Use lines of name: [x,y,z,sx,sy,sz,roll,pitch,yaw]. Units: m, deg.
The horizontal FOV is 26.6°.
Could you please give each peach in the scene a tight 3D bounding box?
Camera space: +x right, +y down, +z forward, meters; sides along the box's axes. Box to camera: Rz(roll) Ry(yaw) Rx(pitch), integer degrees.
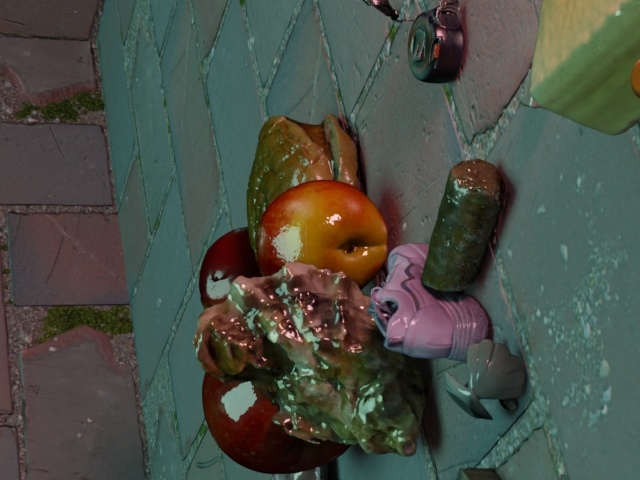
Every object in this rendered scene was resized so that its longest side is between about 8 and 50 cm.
peach: [0.000,0.000,2.026,0.192,0.190,0.190,20,110,50]
peach: [-0.127,0.063,2.424,0.197,0.197,0.197,180,90,-71]

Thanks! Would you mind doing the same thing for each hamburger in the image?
hamburger: [-0.038,-0.068,2.226,0.265,0.134,0.284,-116,30,-55]

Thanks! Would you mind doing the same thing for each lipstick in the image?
lipstick: [0.258,-0.205,1.553,0.025,0.025,0.107,-141,60,-65]

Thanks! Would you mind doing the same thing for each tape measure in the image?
tape measure: [0.106,-0.265,1.776,0.104,0.180,0.107,-6,83,54]

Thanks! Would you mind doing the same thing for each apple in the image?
apple: [-0.050,0.235,2.089,0.216,0.260,0.260,62,147,38]

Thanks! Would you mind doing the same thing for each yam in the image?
yam: [0.179,-0.014,1.700,0.078,0.078,0.179,-115,31,-50]

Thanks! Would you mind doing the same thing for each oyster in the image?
oyster: [0.006,0.173,1.887,0.238,0.351,0.115,-48,-10,4]

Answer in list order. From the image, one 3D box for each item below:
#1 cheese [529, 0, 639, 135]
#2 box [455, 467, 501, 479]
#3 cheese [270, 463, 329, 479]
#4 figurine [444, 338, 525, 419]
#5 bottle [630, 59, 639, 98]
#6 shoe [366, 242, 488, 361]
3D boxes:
cheese: [0.305,-0.255,1.199,0.265,0.124,0.242,133,157,-62]
box: [0.198,0.324,1.671,0.084,0.060,0.063,-133,51,-64]
cheese: [-0.023,0.411,2.272,0.286,0.074,0.189,-122,36,-50]
figurine: [0.203,0.170,1.639,0.094,0.086,0.082,44,169,4]
bottle: [0.336,-0.124,1.086,0.069,0.187,0.069,180,90,-68]
shoe: [0.116,0.079,1.783,0.245,0.138,0.095,-123,42,-57]
